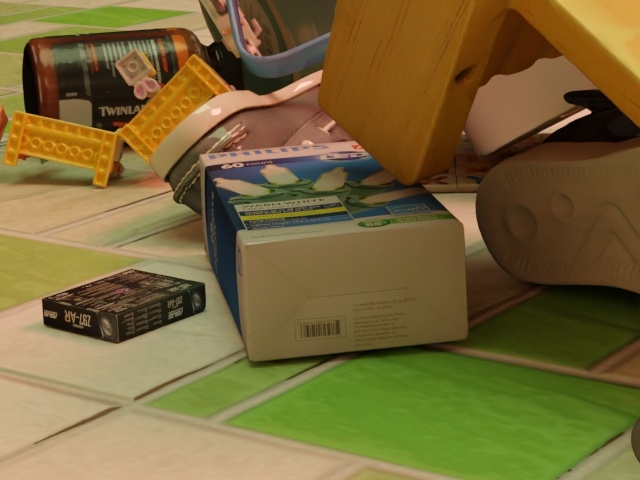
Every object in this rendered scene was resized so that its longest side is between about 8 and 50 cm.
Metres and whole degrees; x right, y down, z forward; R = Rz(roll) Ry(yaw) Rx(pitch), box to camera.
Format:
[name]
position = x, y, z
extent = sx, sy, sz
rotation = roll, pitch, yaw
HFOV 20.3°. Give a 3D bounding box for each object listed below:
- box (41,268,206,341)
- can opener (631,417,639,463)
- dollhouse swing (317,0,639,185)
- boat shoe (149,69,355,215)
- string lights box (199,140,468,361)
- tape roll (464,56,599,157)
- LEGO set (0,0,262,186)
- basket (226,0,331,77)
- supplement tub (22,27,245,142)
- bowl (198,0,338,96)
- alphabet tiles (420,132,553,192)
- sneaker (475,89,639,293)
[box]
position = -0.124, 0.040, 1.139
extent = 0.067, 0.018, 0.083
rotation = 10, 19, 36
[can opener]
position = 0.253, 0.087, 0.862
extent = 0.280, 0.074, 0.093
rotation = -12, -16, -40
[dollhouse swing]
position = 0.236, -0.109, 1.068
extent = 0.347, 0.315, 0.305
rotation = -23, 65, -21
[boat shoe]
position = -0.022, -0.063, 1.431
extent = 0.099, 0.116, 0.319
rotation = 48, 23, 10
[string lights box]
position = 0.000, 0.000, 1.163
extent = 0.133, 0.076, 0.259
rotation = -5, 15, -9
[tape roll]
position = 0.235, -0.174, 1.473
extent = 0.286, 0.100, 0.286
rotation = -27, -1, 0
[LEGO set]
position = -0.174, -0.108, 1.546
extent = 0.287, 0.132, 0.107
rotation = -23, -5, 9
[basket]
position = 0.023, -0.279, 1.470
extent = 0.255, 0.201, 0.289
rotation = -21, 58, 1
[supplement tub]
position = -0.172, -0.143, 1.663
extent = 0.198, 0.106, 0.106
rotation = -6, 16, -16
[bowl]
position = -0.006, -0.233, 1.702
extent = 0.163, 0.311, 0.311
rotation = -29, 25, -21
[alphabet tiles]
position = 0.154, -0.068, 1.533
extent = 0.237, 0.009, 0.198
rotation = -1, 15, 4
[sneaker]
position = 0.284, -0.035, 1.155
extent = 0.236, 0.130, 0.323
rotation = -20, 18, -39
